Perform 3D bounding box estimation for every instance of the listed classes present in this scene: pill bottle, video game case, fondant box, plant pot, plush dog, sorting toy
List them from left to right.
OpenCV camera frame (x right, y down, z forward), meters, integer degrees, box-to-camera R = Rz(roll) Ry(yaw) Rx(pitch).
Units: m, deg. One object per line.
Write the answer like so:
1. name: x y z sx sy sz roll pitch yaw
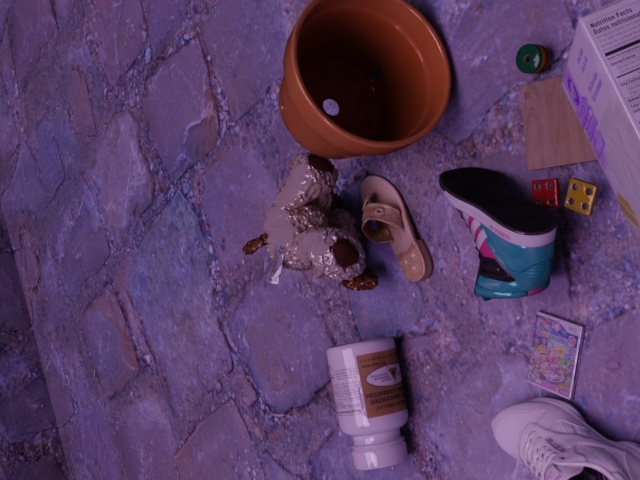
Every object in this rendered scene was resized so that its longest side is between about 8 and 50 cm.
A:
1. plush dog: 0.000 0.000 1.777 0.211 0.225 0.262 -32 59 26
2. plant pot: 0.052 -0.268 1.665 0.203 0.291 0.290 147 111 -64
3. pill bottle: 0.093 0.300 1.771 0.131 0.131 0.229 -16 82 49
4. video game case: 0.373 0.182 1.520 0.087 0.011 0.122 20 109 47
5. sorting toy: 0.376 -0.171 1.450 0.132 0.046 0.274 -7 89 50
6. fondant box: 0.431 -0.119 1.235 0.096 0.238 0.330 -22 76 4

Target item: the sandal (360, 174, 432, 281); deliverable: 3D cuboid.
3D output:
1. sandal: 0.115 -0.027 1.747 0.088 0.079 0.240 -53 56 39

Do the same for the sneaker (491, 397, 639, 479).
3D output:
1. sneaker: 0.364 0.323 1.439 0.305 0.152 0.114 17 109 49

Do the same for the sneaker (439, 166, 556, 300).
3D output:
1. sneaker: 0.281 0.003 1.533 0.295 0.124 0.178 -126 28 -60
